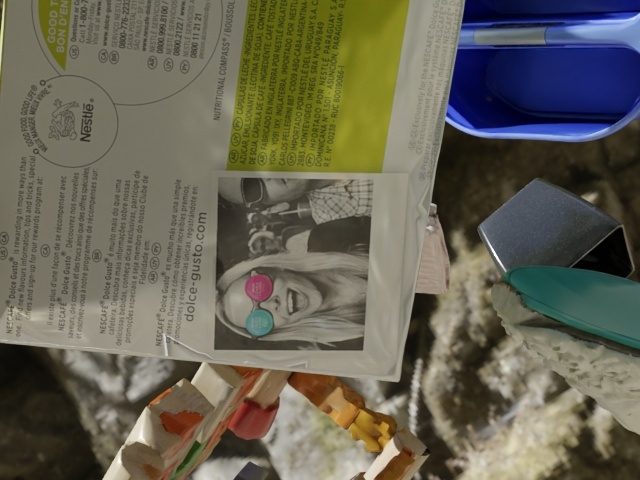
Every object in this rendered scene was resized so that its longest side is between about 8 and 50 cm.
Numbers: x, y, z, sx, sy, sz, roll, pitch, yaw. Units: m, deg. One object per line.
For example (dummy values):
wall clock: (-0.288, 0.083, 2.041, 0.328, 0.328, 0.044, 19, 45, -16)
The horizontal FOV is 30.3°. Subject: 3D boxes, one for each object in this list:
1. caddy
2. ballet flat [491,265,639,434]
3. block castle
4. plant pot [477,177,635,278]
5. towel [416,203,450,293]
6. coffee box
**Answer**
caddy: (0.262, -0.240, 1.379, 0.341, 0.241, 0.179, 7, 13, 39)
ballet flat: (0.344, 0.123, 1.069, 0.409, 0.147, 0.147, 9, -15, -8)
block castle: (-0.088, 0.326, 1.465, 0.213, 0.303, 0.453, -58, -12, 28)
plant pot: (0.351, 0.018, 1.832, 0.187, 0.167, 0.188, -40, -30, -1)
towel: (0.000, 0.000, 1.535, 0.332, 0.053, 0.317, 7, -16, 9)
coffee box: (-0.093, -0.113, 1.010, 0.334, 0.338, 0.337, 6, 16, -8)
